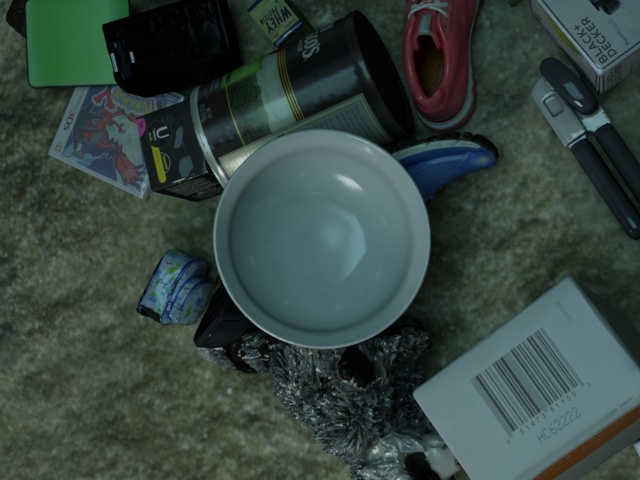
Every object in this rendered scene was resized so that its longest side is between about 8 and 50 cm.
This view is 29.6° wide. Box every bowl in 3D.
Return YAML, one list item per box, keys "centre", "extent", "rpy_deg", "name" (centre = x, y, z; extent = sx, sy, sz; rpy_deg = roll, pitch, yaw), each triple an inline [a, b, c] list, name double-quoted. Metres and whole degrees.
- centre: [0.000, 0.000, 1.691]
  extent: [0.298, 0.134, 0.297]
  rpy_deg: [0, 87, -3]
  name: "bowl"

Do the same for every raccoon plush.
- centre: [0.024, 0.269, 1.808]
  extent: [0.446, 0.216, 0.299]
  rpy_deg: [2, 102, 50]
  name: "raccoon plush"

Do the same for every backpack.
- centre: [-0.219, 0.077, 1.908]
  extent: [0.084, 0.105, 0.114]
  rpy_deg: [23, 93, 18]
  name: "backpack"

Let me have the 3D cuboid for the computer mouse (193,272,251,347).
- centre: [-0.100, 0.060, 1.798]
  extent: [0.060, 0.262, 0.184]
  rpy_deg: [37, 111, -11]
  name: "computer mouse"

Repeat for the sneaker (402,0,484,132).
- centre: [0.176, -0.323, 1.785]
  extent: [0.116, 0.136, 0.313]
  rpy_deg: [-5, 84, 18]
  name: "sneaker"

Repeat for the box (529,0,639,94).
- centre: [0.456, -0.358, 1.690]
  extent: [0.290, 0.087, 0.169]
  rpy_deg: [-35, 74, 4]
  name: "box"

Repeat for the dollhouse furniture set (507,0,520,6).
- centre: [0.271, -0.466, 1.766]
  extent: [0.129, 0.129, 0.183]
  rpy_deg: [-34, 74, 14]
  name: "dollhouse furniture set"

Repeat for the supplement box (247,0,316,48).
- centre: [-0.057, -0.339, 1.896]
  extent: [0.056, 0.083, 0.083]
  rpy_deg: [-41, 74, 12]
  name: "supplement box"

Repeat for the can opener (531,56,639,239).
- centre: [0.388, -0.135, 1.713]
  extent: [0.076, 0.095, 0.283]
  rpy_deg: [-35, 69, 14]
  name: "can opener"

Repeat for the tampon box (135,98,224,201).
- centre: [-0.198, -0.136, 1.888]
  extent: [0.101, 0.161, 0.120]
  rpy_deg: [-17, 79, 17]
  name: "tampon box"

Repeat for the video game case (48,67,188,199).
- centre: [-0.338, -0.189, 2.016]
  extent: [0.201, 0.023, 0.183]
  rpy_deg: [24, 94, 20]
  name: "video game case"

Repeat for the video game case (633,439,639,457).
- centre: [0.551, 0.326, 1.656]
  extent: [0.173, 0.022, 0.190]
  rpy_deg: [-30, 76, 15]
  name: "video game case"

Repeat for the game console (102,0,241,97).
- centre: [-0.261, -0.419, 1.940]
  extent: [0.213, 0.044, 0.361]
  rpy_deg: [-12, 93, 19]
  name: "game console"

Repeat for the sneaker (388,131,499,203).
- centre: [0.118, -0.060, 1.805]
  extent: [0.330, 0.130, 0.147]
  rpy_deg: [-24, 92, 19]
  name: "sneaker"

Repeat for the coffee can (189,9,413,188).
- centre: [-0.026, -0.194, 1.810]
  extent: [0.275, 0.201, 0.201]
  rpy_deg: [-23, 78, 16]
  name: "coffee can"

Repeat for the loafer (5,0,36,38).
- centre: [-0.487, -0.455, 2.061]
  extent: [0.078, 0.080, 0.220]
  rpy_deg: [20, 92, 19]
  name: "loafer"

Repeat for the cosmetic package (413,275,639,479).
- centre: [0.306, 0.197, 1.520]
  extent: [0.230, 0.453, 0.161]
  rpy_deg: [-39, 70, 12]
  name: "cosmetic package"

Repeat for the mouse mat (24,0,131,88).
- centre: [-0.401, -0.330, 2.012]
  extent: [0.190, 0.007, 0.152]
  rpy_deg: [0, 95, 11]
  name: "mouse mat"
